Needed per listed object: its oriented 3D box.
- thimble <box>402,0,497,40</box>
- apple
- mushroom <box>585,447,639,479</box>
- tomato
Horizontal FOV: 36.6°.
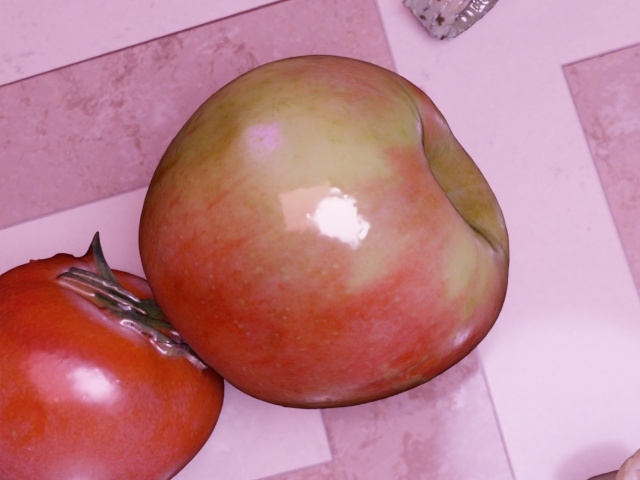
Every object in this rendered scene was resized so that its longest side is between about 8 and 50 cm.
[{"bbox_3d":[0.143,-0.261,1.005,0.110,0.084,0.062,-41,75,-4],"label":"thimble"},{"bbox_3d":[0.000,0.000,0.862,0.277,0.319,0.319,-30,74,22],"label":"apple"},{"bbox_3d":[0.306,0.260,0.745,0.293,0.290,0.292,-4,39,4],"label":"mushroom"},{"bbox_3d":[-0.216,0.131,0.888,0.256,0.256,0.224,39,106,15],"label":"tomato"}]
